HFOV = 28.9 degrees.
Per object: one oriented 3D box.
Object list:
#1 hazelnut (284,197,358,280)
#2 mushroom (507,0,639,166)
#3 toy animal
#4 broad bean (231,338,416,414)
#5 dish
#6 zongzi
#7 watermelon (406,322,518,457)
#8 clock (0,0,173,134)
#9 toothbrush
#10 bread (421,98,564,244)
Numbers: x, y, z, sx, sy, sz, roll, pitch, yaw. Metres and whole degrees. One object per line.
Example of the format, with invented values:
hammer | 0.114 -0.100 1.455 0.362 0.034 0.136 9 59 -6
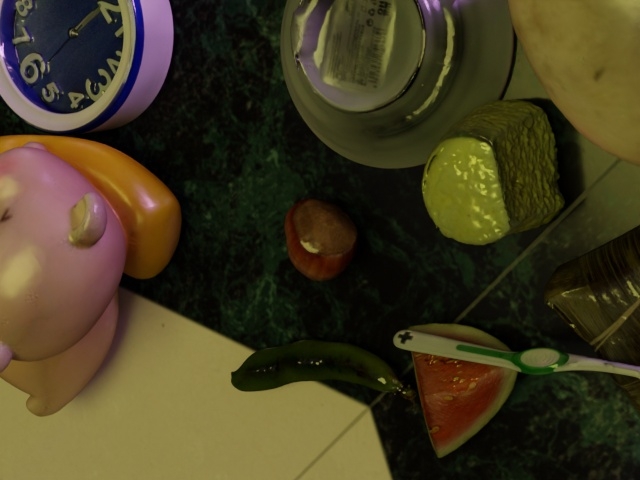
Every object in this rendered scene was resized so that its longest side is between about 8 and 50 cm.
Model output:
hazelnut | 0.000 0.000 1.288 0.086 0.086 0.086 5 100 29
mushroom | 0.282 -0.224 0.939 0.353 0.325 0.353 -5 81 30
toy animal | -0.343 0.037 1.363 0.277 0.247 0.345 35 115 -3
broad bean | -0.003 0.140 1.325 0.227 0.039 0.069 4 99 31
dish | 0.053 -0.197 1.218 0.260 0.085 0.260 4 99 30
zongzi | 0.322 0.066 1.105 0.187 0.084 0.184 -34 90 35
watermelon | 0.126 0.154 1.221 0.125 0.094 0.135 12 101 28
clock | -0.277 -0.235 1.407 0.230 0.083 0.230 3 96 29
toothbrush | 0.197 0.109 1.148 0.304 0.030 0.030 8 101 35
bread | 0.157 -0.061 1.161 0.111 0.114 0.129 -13 98 36
